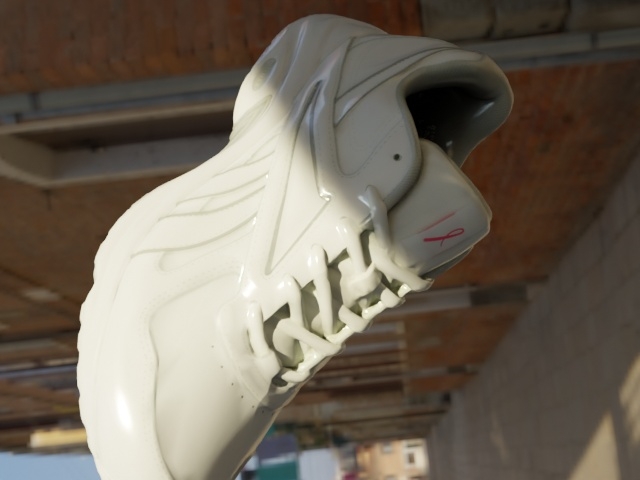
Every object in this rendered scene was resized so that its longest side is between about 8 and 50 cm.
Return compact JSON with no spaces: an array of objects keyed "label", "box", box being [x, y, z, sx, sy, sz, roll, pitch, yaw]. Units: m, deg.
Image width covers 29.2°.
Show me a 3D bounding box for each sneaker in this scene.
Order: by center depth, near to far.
[{"label":"sneaker","box":[0.000,0.000,0.453,0.090,0.115,0.232,53,-127,-40]}]
